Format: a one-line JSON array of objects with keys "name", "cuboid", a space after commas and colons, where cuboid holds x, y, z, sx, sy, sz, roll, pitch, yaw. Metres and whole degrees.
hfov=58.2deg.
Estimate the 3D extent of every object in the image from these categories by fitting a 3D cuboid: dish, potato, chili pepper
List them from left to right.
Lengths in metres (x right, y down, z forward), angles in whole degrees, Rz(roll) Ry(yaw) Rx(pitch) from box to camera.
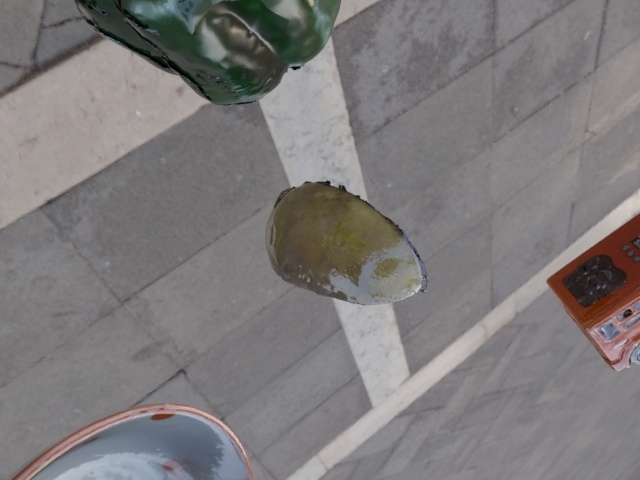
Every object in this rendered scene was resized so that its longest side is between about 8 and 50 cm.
[{"name": "dish", "cuboid": [-0.169, 0.237, 0.419, 0.260, 0.085, 0.261, -15, 110, -49]}, {"name": "chili pepper", "cuboid": [-0.106, -0.275, 0.577, 0.249, 0.233, 0.256, -53, 171, 8]}, {"name": "potato", "cuboid": [0.000, 0.002, 0.734, 0.100, 0.261, 0.120, -38, 136, -30]}]

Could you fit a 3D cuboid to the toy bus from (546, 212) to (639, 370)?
[{"name": "toy bus", "cuboid": [0.493, 0.023, 0.789, 0.329, 0.143, 0.153, -38, 124, 15]}]
